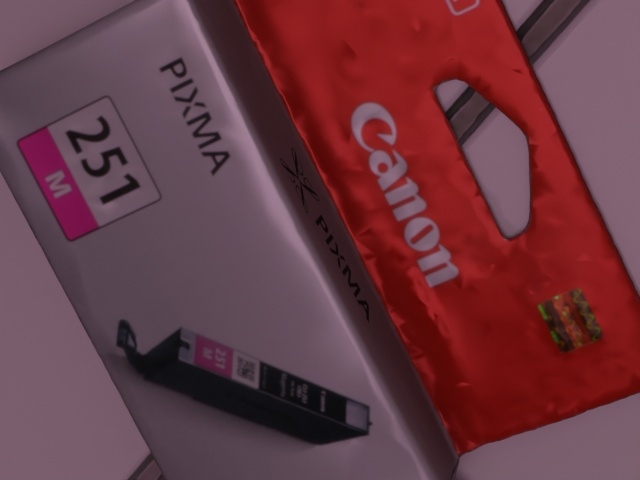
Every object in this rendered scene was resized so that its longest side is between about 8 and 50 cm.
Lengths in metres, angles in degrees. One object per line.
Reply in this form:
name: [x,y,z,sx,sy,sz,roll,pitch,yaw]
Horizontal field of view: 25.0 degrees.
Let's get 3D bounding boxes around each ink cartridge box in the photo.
ink cartridge box: [0.000,0.000,0.675,0.239,0.060,0.275,-23,99,21]
